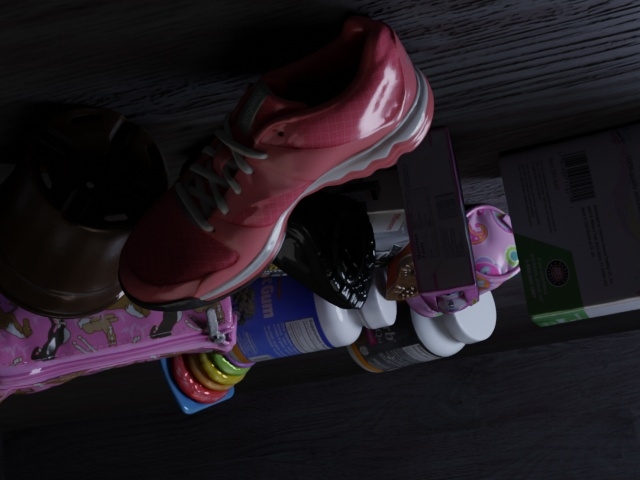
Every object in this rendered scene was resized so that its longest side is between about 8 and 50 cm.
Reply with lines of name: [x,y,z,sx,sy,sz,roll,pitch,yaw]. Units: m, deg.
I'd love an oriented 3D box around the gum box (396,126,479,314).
gum box: [0.131,-0.016,0.988,0.062,0.188,0.107,-11,164,11]

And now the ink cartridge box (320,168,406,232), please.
ink cartridge box: [0.035,-0.043,1.099,0.135,0.056,0.099,-5,166,-5]

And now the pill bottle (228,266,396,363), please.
pill bottle: [-0.022,0.105,1.450,0.272,0.152,0.152,-13,164,19]

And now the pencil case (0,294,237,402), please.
pencil case: [-0.305,0.118,1.238,0.386,0.160,0.167,-9,170,-32]

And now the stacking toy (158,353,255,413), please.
stacking toy: [-0.193,0.239,1.922,0.302,0.166,0.175,-33,168,36]

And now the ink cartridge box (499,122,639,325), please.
ink cartridge box: [0.371,-0.024,1.049,0.278,0.201,0.117,-13,165,18]

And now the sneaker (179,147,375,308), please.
sneaker: [-0.040,-0.019,0.992,0.130,0.109,0.286,-5,140,39]

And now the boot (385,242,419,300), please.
boot: [0.128,0.035,1.354,0.059,0.085,0.158,-6,151,-11]

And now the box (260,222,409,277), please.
box: [0.000,0.000,1.247,0.231,0.056,0.183,-5,166,-12]

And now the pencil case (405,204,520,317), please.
pencil case: [0.212,0.036,1.382,0.124,0.124,0.284,-4,166,-13]

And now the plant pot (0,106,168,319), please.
plant pot: [-0.227,-0.030,0.841,0.167,0.167,0.165,1,156,-29]

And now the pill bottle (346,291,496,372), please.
pill bottle: [0.189,0.156,1.728,0.162,0.162,0.278,6,159,-42]

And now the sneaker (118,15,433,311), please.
sneaker: [-0.054,-0.072,0.730,0.314,0.116,0.136,-39,150,-3]
